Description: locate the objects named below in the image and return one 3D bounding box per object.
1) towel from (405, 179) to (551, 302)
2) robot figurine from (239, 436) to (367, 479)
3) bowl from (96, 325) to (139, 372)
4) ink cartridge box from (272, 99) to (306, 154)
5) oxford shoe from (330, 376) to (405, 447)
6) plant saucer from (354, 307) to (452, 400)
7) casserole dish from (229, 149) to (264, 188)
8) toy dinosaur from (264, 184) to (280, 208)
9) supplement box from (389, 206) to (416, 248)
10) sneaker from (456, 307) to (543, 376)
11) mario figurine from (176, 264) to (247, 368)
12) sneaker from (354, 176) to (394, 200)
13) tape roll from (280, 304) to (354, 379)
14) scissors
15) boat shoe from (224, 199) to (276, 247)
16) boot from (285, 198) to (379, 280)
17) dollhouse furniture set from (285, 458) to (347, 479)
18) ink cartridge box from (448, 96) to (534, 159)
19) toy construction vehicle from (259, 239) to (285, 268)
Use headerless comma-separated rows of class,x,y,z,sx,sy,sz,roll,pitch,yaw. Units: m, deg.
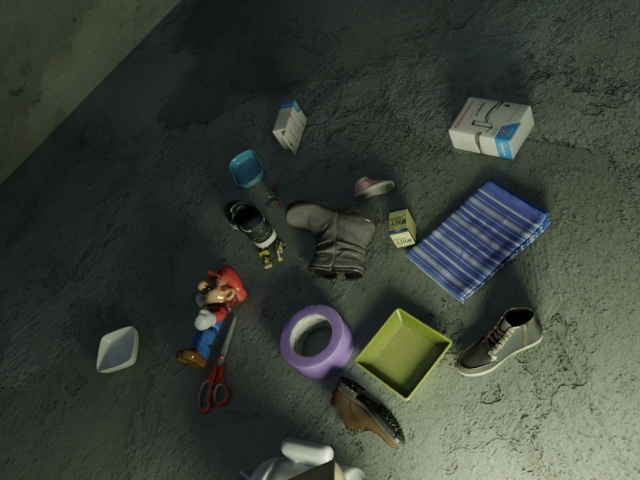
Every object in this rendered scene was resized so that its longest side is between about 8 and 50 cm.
towel,0.426,-0.011,1.685,0.336,0.040,0.243,-42,46,-5
robot figurine,-0.025,0.592,1.370,0.353,0.200,0.300,-2,88,27
bowl,-0.645,0.358,1.995,0.142,0.053,0.142,-21,49,15
ink cartridge box,-0.115,-0.404,2.239,0.061,0.104,0.181,-4,54,27
oxford shoe,0.113,0.438,1.507,0.227,0.083,0.096,35,100,40
plant saucer,0.214,0.291,1.570,0.188,0.045,0.188,31,75,41
casserole dish,-0.266,-0.257,2.260,0.114,0.037,0.188,-33,46,3
toy dinosaur,-0.157,-0.153,2.120,0.082,0.047,0.090,37,67,24
supplement box,0.237,-0.035,1.778,0.056,0.083,0.083,-12,53,23
sneaker,0.409,0.232,1.455,0.222,0.118,0.083,-31,47,5
mario figurine,-0.354,0.212,1.866,0.198,0.170,0.320,4,60,34
sneaker,0.166,-0.178,1.947,0.134,0.051,0.070,-19,54,21
tape roll,-0.010,0.276,1.684,0.189,0.080,0.189,-15,49,19
scissors,-0.305,0.361,1.823,0.109,0.021,0.297,-16,51,20
boat shoe,-0.248,-0.082,2.065,0.114,0.091,0.302,-44,41,-13
boot,0.000,0.000,1.870,0.338,0.118,0.223,5,64,37
dollhouse furniture set,0.050,0.650,1.114,0.362,0.394,0.256,-27,11,8
ink cartridge box,0.511,-0.340,1.854,0.203,0.086,0.148,20,68,37
toy construction vehicle,-0.158,0.038,1.976,0.086,0.035,0.098,-20,49,15
